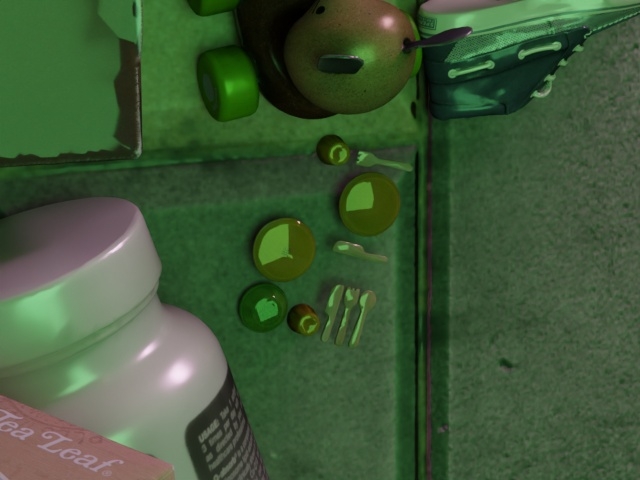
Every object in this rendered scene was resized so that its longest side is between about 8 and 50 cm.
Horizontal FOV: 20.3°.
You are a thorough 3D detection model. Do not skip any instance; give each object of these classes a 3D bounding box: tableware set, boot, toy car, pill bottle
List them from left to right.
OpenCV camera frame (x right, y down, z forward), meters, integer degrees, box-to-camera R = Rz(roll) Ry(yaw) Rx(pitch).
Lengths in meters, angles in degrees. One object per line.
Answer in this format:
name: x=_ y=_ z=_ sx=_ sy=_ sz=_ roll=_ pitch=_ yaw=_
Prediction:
pill bottle: x=-0.140 y=0.169 z=1.183 sx=0.210 sy=0.210 sz=0.363 roll=-23 pitch=110 yaw=-16
tableware set: x=0.000 y=0.000 z=1.306 sx=0.104 sy=0.024 sz=0.154 roll=13 pitch=98 yaw=-22
toy car: x=0.014 y=-0.144 z=1.183 sx=0.155 sy=0.188 sz=0.149 roll=-15 pitch=108 yaw=-19
boot: x=0.163 y=-0.146 z=1.319 sx=0.190 sy=0.069 sz=0.086 roll=-11 pitch=115 yaw=-12

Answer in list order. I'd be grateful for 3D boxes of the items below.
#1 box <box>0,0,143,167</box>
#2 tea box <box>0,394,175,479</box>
box: x=-0.307 y=-0.139 z=1.080 sx=0.381 sy=0.143 sz=0.191 roll=-4 pitch=104 yaw=-20
tea box: x=-0.257 y=0.255 z=1.023 sx=0.220 sy=0.329 sz=0.323 roll=-36 pitch=132 yaw=-44
